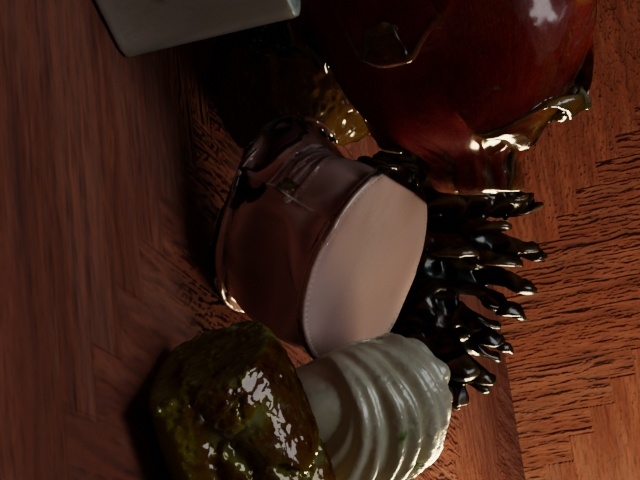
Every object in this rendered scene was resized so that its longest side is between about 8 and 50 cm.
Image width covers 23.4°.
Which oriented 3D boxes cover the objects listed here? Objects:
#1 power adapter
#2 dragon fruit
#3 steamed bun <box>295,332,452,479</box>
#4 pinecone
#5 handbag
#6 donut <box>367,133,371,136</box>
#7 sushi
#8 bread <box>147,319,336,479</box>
[{"bbox_3d":[-0.059,-0.228,1.099,0.125,0.205,0.130,66,15,-44],"label":"power adapter"},{"bbox_3d":[0.099,-0.194,1.195,0.250,0.250,0.315,-64,170,-70],"label":"dragon fruit"},{"bbox_3d":[0.025,0.148,1.172,0.106,0.183,0.183,66,8,17],"label":"steamed bun"},{"bbox_3d":[0.107,0.043,1.560,0.246,0.246,0.292,-30,121,-77],"label":"pinecone"},{"bbox_3d":[-0.001,0.000,1.228,0.179,0.116,0.205,-67,156,-2],"label":"handbag"},{"bbox_3d":[0.017,-0.185,1.748,0.152,0.058,0.152,-12,90,-79],"label":"donut"},{"bbox_3d":[-0.028,-0.155,1.336,0.287,0.149,0.140,-11,121,-56],"label":"sushi"},{"bbox_3d":[-0.047,0.153,1.039,0.132,0.103,0.172,-83,156,-74],"label":"bread"}]
